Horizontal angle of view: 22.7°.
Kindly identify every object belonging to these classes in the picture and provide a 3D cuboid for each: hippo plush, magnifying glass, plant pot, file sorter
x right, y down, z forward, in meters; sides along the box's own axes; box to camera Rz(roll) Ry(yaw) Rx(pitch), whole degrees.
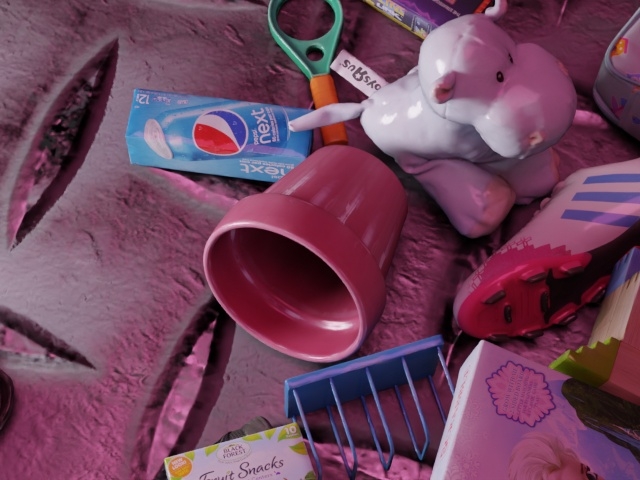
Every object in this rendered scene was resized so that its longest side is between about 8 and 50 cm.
[{"bbox_3d":[0.170,-0.175,1.751,0.294,0.236,0.234,34,60,-1],"label":"hippo plush"},{"bbox_3d":[-0.005,-0.214,1.910,0.092,0.026,0.231,-10,67,-5],"label":"magnifying glass"},{"bbox_3d":[0.000,0.000,1.733,0.201,0.201,0.180,26,52,11],"label":"plant pot"},{"bbox_3d":[0.058,0.185,1.680,0.170,0.118,0.104,-15,70,-7],"label":"file sorter"}]

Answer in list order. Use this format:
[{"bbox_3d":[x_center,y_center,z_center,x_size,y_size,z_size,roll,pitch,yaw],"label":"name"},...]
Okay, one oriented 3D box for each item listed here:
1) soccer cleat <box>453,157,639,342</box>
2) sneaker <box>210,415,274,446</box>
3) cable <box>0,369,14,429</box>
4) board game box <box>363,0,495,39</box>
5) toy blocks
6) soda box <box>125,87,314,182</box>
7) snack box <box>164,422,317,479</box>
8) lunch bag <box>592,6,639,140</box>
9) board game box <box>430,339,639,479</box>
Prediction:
[{"bbox_3d":[0.279,-0.002,1.785,0.331,0.116,0.143,-26,45,-9],"label":"soccer cleat"},{"bbox_3d":[-0.063,0.303,1.645,0.130,0.087,0.227,-27,66,-10],"label":"sneaker"},{"bbox_3d":[-0.393,0.245,1.699,0.139,0.072,0.287,-2,77,-20],"label":"cable"},{"bbox_3d":[0.137,-0.323,1.948,0.170,0.048,0.141,33,68,14],"label":"board game box"},{"bbox_3d":[0.436,0.120,1.669,0.381,0.191,0.261,27,59,-5],"label":"toy blocks"},{"bbox_3d":[-0.115,-0.119,1.840,0.210,0.071,0.067,7,66,2],"label":"soda box"},{"bbox_3d":[-0.076,0.250,1.604,0.141,0.037,0.100,-15,56,-10],"label":"snack box"},{"bbox_3d":[0.478,-0.179,1.852,0.279,0.108,0.224,35,64,12],"label":"lunch bag"},{"bbox_3d":[0.247,0.287,1.478,0.318,0.066,0.319,22,52,-3],"label":"board game box"}]
